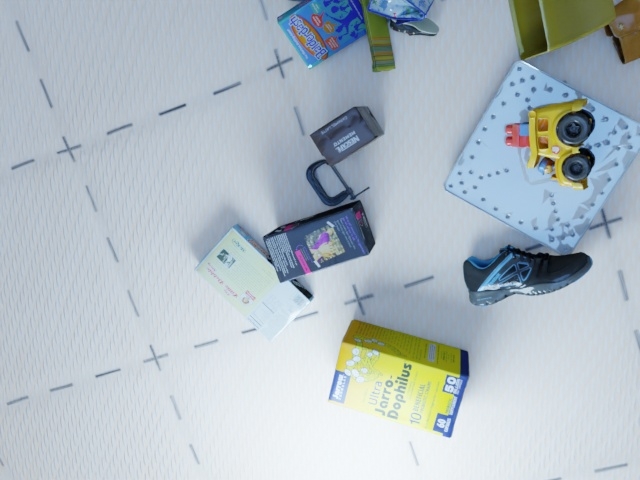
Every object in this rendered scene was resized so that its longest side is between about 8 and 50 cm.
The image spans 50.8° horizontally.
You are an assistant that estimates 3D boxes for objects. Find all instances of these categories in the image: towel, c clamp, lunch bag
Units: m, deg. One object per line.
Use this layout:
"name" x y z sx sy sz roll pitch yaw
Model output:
"towel" 0.148 -0.568 1.788 0.021 0.102 0.237 -5 101 37
"c clamp" 0.041 -0.171 1.932 0.137 0.022 0.160 -39 94 21
"lunch bag" 0.214 -0.627 1.735 0.151 0.129 0.096 21 143 8

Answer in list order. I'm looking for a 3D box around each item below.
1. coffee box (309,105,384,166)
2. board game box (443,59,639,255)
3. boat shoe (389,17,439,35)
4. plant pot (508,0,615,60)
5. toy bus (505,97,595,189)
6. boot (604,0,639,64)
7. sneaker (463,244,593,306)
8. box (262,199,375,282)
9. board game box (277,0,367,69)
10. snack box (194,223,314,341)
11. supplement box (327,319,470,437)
"coffee box" 0.076 -0.279 1.782 0.141 0.246 0.098 -32 94 16
"board game box" 0.590 -0.216 1.795 0.390 0.050 0.390 30 106 4
"boat shoe" 0.250 -0.570 1.795 0.133 0.042 0.049 16 62 5
"plant pot" 0.592 -0.576 1.649 0.187 0.212 0.212 -14 99 1
"toy bus" 0.579 -0.238 1.702 0.211 0.149 0.220 -1 104 25
"boot" 0.790 -0.599 1.642 0.211 0.104 0.295 -19 104 8
"sneaker" 0.546 0.076 1.807 0.341 0.125 0.139 -17 94 24
"box" 0.000 0.000 1.898 0.270 0.165 0.143 -18 98 14
"board game box" 0.014 -0.580 1.799 0.210 0.047 0.160 -29 126 16
"snack box" -0.199 0.128 2.019 0.322 0.060 0.187 44 106 0
"supplement box" 0.224 0.386 1.919 0.357 0.195 0.194 14 104 9
